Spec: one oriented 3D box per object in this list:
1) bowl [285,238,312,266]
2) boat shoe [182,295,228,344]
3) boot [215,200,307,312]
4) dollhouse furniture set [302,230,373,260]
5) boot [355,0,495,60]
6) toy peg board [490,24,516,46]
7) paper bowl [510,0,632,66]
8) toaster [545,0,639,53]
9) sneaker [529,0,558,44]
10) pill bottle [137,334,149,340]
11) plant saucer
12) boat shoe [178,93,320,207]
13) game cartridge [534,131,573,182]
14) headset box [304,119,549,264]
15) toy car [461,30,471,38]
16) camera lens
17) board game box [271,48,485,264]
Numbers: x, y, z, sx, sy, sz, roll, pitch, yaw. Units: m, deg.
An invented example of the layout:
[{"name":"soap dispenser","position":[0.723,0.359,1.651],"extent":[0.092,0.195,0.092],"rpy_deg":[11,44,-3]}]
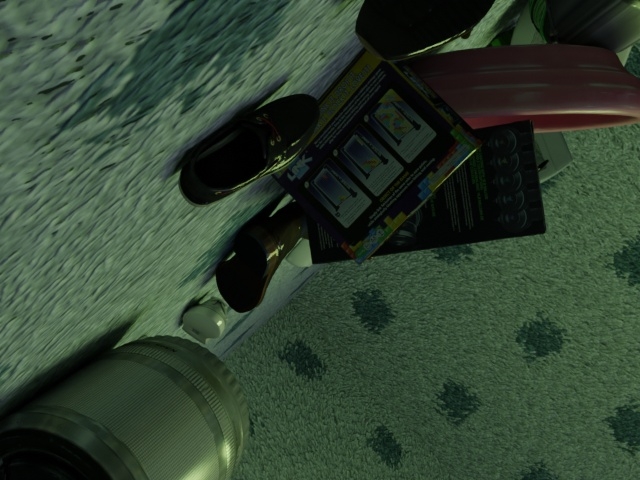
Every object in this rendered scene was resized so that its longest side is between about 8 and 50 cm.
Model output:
[{"name":"bowl","position":[0.000,0.000,2.009],"extent":[0.142,0.053,0.142],"rpy_deg":[-38,172,-47]},{"name":"boat shoe","position":[-0.172,0.119,1.410],"extent":[0.063,0.066,0.184],"rpy_deg":[-57,179,-19]},{"name":"boot","position":[-0.075,0.025,1.242],"extent":[0.106,0.082,0.219],"rpy_deg":[-39,172,-31]},{"name":"dollhouse furniture set","position":[0.051,-0.086,1.326],"extent":[0.129,0.129,0.184],"rpy_deg":[-34,140,-73]},{"name":"boot","position":[0.090,-0.188,0.722],"extent":[0.198,0.077,0.137],"rpy_deg":[-41,-179,-22]},{"name":"toy peg board","position":[0.340,-0.347,1.750],"extent":[0.160,0.079,0.161],"rpy_deg":[-26,-172,42]},{"name":"paper bowl","position":[0.431,-0.347,1.555],"extent":[0.284,0.148,0.284],"rpy_deg":[-42,147,-35]},{"name":"toaster","position":[0.345,-0.316,1.048],"extent":[0.129,0.227,0.146],"rpy_deg":[3,164,-18]},{"name":"sneaker","position":[0.407,-0.432,1.255],"extent":[0.343,0.134,0.146],"rpy_deg":[-52,-150,18]},{"name":"pill bottle","position":[-0.208,0.209,1.231],"extent":[0.087,0.160,0.087],"rpy_deg":[-43,176,-4]},{"name":"plant saucer","position":[0.232,-0.181,1.106],"extent":[0.332,0.084,0.332],"rpy_deg":[-2,-178,0]},{"name":"boat shoe","position":[-0.047,-0.072,0.677],"extent":[0.133,0.049,0.042],"rpy_deg":[-37,-178,-25]},{"name":"game cartridge","position":[0.336,-0.182,1.697],"extent":[0.294,0.196,0.060],"rpy_deg":[-16,173,-25]},{"name":"headset box","position":[0.136,-0.058,1.100],"extent":[0.283,0.131,0.246],"rpy_deg":[-8,-178,10]},{"name":"toy car","position":[0.213,-0.287,1.073],"extent":[0.122,0.060,0.040],"rpy_deg":[-52,143,14]},{"name":"camera lens","position":[-0.224,0.245,0.992],"extent":[0.219,0.219,0.274],"rpy_deg":[-46,176,26]},{"name":"board game box","position":[0.049,-0.084,0.875],"extent":[0.170,0.141,0.048],"rpy_deg":[-46,175,26]}]
